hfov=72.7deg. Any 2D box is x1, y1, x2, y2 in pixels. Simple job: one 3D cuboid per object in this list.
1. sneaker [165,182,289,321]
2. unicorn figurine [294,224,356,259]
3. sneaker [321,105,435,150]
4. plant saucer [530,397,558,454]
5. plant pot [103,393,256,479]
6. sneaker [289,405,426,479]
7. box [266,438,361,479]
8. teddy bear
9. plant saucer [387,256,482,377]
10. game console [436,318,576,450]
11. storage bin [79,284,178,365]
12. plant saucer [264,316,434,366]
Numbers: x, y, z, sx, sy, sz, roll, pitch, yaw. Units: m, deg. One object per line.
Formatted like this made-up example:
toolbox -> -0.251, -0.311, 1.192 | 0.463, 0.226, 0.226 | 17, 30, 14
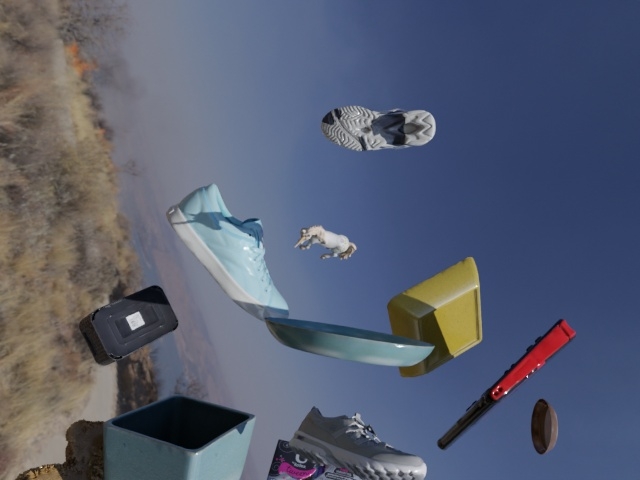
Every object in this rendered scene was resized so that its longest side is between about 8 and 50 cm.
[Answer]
sneaker -> -0.168, 0.032, 0.969 | 0.366, 0.150, 0.135 | 50, 6, -15
unicorn figurine -> 0.000, 0.000, 0.863 | 0.111, 0.161, 0.060 | -26, -116, 60
sneaker -> 0.126, -0.242, 0.952 | 0.153, 0.234, 0.094 | -39, 125, -77
plant saucer -> 0.713, 0.591, 1.381 | 0.168, 0.029, 0.168 | 9, 90, -81
plant pot -> -0.324, 0.529, 0.989 | 0.247, 0.247, 0.252 | 10, 87, -69
sneaker -> 0.075, 0.405, 0.879 | 0.281, 0.115, 0.105 | 6, -41, 25
box -> -0.019, 0.675, 1.193 | 0.142, 0.247, 0.163 | -72, 171, -61
teddy bear -> -0.586, 0.608, 1.025 | 0.113, 0.245, 0.338 | -41, -128, 48
plant saucer -> 0.388, 0.263, 1.368 | 0.081, 0.332, 0.333 | 38, -31, 55
game console -> 0.469, 0.376, 1.125 | 0.060, 0.342, 0.387 | 49, -30, 30
storage bin -> -0.445, 0.196, 1.020 | 0.084, 0.180, 0.122 | -27, -90, 39
plant saucer -> 0.049, 0.189, 0.816 | 0.317, 0.317, 0.044 | 161, -60, -74
